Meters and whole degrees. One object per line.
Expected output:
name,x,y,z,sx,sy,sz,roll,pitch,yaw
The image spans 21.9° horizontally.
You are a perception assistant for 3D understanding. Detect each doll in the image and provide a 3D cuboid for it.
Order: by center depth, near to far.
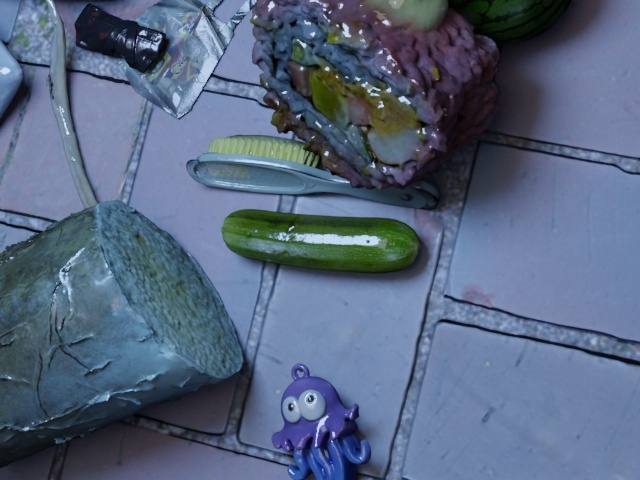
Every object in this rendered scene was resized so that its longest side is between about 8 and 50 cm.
doll,0.007,0.232,1.802,0.110,0.067,0.205,-21,86,23

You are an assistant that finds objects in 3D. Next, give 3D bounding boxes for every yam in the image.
yam,-0.294,0.114,1.845,0.348,0.241,0.241,-25,74,15

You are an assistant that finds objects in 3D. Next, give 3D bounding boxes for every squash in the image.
squash,0.000,0.000,1.841,0.229,0.066,0.066,6,83,21

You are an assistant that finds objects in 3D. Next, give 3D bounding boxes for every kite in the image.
kite,-0.139,-0.266,1.955,0.245,0.015,0.141,-47,73,7

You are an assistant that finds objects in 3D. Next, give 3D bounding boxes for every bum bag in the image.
bum bag,-0.242,-0.241,1.967,0.124,0.034,0.057,22,95,26

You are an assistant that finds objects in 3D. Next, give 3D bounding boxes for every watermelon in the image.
watermelon,0.182,-0.281,1.788,0.187,0.141,0.140,-9,79,27

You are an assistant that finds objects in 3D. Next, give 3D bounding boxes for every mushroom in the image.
mushroom,-0.294,-0.143,1.962,0.068,0.043,0.306,-22,81,34

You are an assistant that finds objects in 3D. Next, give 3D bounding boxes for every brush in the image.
brush,-0.005,-0.083,1.864,0.297,0.068,0.060,8,62,16

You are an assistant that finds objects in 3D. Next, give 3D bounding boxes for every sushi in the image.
sushi,0.066,-0.192,1.752,0.270,0.236,0.171,42,55,20

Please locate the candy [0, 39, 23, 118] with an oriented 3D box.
candy,-0.439,-0.217,2.006,0.174,0.071,0.138,51,124,18
